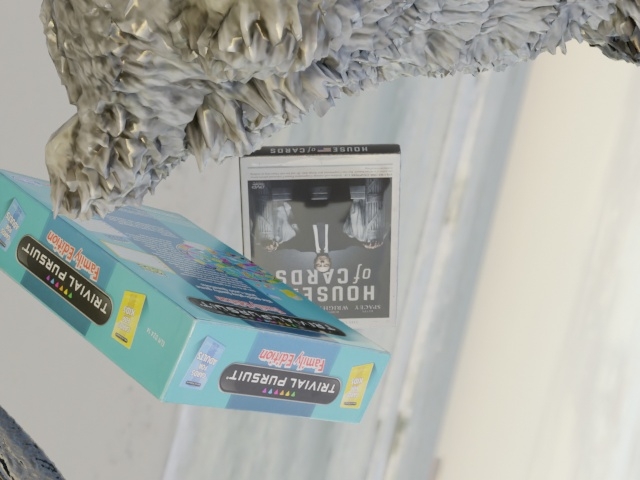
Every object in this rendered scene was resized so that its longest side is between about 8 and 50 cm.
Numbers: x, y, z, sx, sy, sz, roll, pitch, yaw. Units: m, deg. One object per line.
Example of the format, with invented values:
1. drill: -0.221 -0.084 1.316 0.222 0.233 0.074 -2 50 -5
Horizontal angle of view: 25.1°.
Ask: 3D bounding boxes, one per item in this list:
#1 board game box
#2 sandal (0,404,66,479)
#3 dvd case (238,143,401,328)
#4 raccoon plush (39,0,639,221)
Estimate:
1. board game box: -0.139 0.051 1.330 0.253 0.336 0.079 14 103 -48
2. sandal: -0.397 0.120 1.511 0.107 0.446 0.167 -39 -170 8
3. dvd case: 0.000 0.000 1.628 0.029 0.179 0.239 -94 -177 -57
4. raccoon plush: 0.083 -0.105 0.629 0.216 0.446 0.299 119 -17 -48
